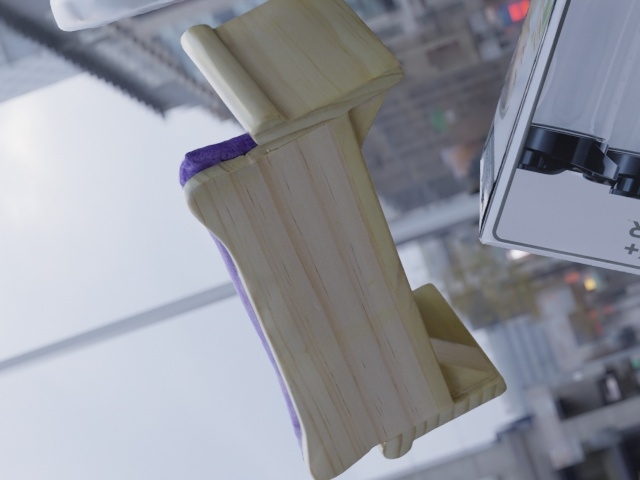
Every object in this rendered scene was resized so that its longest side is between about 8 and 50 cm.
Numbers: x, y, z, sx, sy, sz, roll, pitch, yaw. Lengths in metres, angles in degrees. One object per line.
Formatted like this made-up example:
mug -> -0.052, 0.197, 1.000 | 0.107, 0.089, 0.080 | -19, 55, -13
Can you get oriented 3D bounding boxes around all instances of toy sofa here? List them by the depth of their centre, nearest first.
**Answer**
toy sofa -> 0.000, 0.000, 1.455 | 0.150, 0.177, 0.363 | 55, 171, 49

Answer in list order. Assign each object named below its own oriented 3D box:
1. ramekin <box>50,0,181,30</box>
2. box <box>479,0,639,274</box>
ramekin -> -0.064, -0.239, 1.258 | 0.273, 0.272, 0.127 | -73, -35, -77
box -> 0.203, -0.116, 1.070 | 0.087, 0.169, 0.290 | -84, 7, -51
